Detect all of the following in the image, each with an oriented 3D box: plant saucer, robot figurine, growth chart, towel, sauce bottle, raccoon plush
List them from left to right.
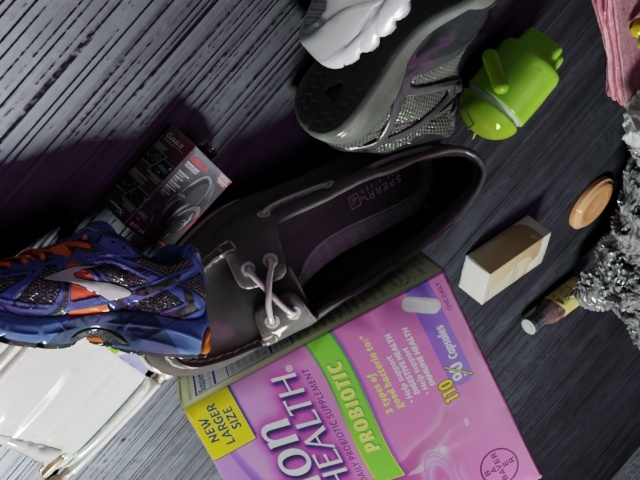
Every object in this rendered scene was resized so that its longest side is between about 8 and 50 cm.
[{"bbox_3d":[-0.195,0.106,0.801,0.172,0.021,0.237,-43,150,-11],"label":"growth chart"},{"bbox_3d":[0.179,-0.144,0.968,0.115,0.067,0.101,-50,163,2],"label":"robot figurine"},{"bbox_3d":[0.347,0.096,1.503,0.128,0.042,0.042,-33,147,-31],"label":"sauce bottle"},{"bbox_3d":[0.372,-0.050,1.396,0.083,0.013,0.083,-33,146,-26],"label":"plant saucer"},{"bbox_3d":[0.404,-0.019,1.326,0.446,0.216,0.299,21,112,-41],"label":"raccoon plush"},{"bbox_3d":[0.415,-0.326,1.115,0.329,0.037,0.237,-47,149,-7],"label":"towel"}]

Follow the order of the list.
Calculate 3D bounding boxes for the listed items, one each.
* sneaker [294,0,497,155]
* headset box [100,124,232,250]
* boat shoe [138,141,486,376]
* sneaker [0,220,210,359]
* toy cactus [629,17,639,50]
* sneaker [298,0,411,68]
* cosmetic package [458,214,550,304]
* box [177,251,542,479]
[{"bbox_3d":[0.087,-0.159,0.814,0.227,0.087,0.130,-51,153,9],"label":"sneaker"},{"bbox_3d":[-0.107,-0.039,0.739,0.083,0.032,0.062,-46,151,-2],"label":"headset box"},{"bbox_3d":[0.000,0.000,0.826,0.335,0.095,0.112,-34,112,-30],"label":"boat shoe"},{"bbox_3d":[-0.170,0.027,0.680,0.221,0.083,0.087,11,85,-41],"label":"sneaker"},{"bbox_3d":[0.402,-0.241,1.079,0.219,0.112,0.180,-43,166,-18],"label":"toy cactus"},{"bbox_3d":[0.033,-0.235,0.657,0.281,0.115,0.105,118,-10,-45],"label":"sneaker"},{"bbox_3d":[0.226,0.023,1.255,0.115,0.041,0.060,-32,147,-28],"label":"cosmetic package"},{"bbox_3d":[0.031,0.157,0.896,0.243,0.117,0.213,-27,104,-3],"label":"box"}]
